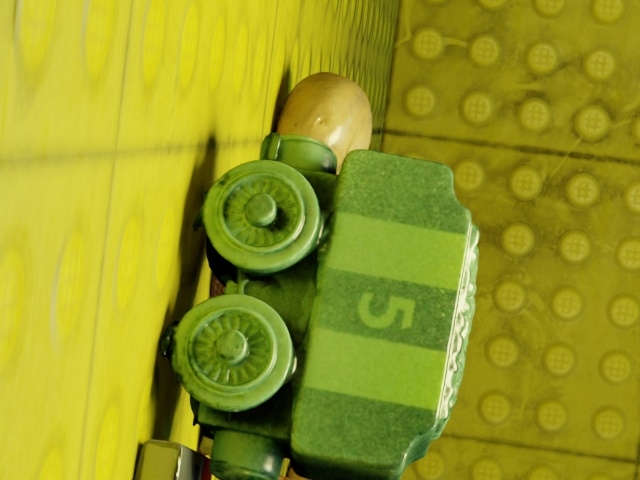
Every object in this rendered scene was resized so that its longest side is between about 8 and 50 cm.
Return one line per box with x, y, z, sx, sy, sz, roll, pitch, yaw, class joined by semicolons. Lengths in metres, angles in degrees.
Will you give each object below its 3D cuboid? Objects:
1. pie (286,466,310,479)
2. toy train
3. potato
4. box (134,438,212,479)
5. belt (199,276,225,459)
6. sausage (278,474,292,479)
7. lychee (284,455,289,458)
-0.027;0.454;2.477;0.273;0.069;0.273;10;90;-81;pie
0.004;0.060;1.317;0.167;0.238;0.299;91;9;-74;toy train
0.003;-0.122;1.771;0.147;0.112;0.112;-63;162;-47;potato
-0.120;0.221;1.285;0.177;0.036;0.115;72;26;-78;box
-0.075;0.123;1.499;0.053;0.071;0.232;-48;143;-69;belt
-0.065;0.402;2.130;0.043;0.043;0.186;61;36;-81;sausage
0.002;0.160;1.807;0.194;0.194;0.194;8;90;-85;lychee
